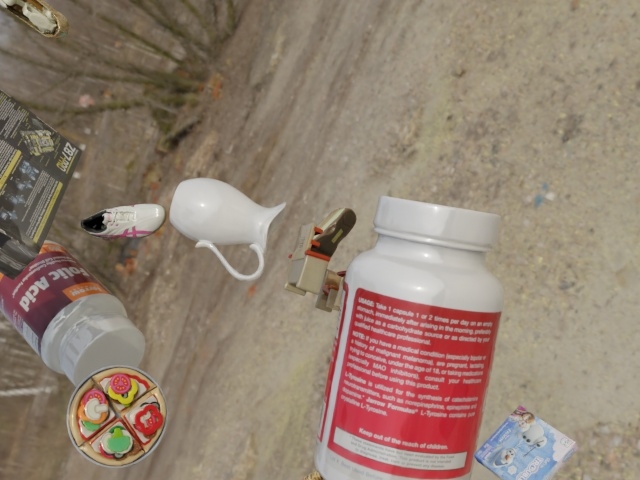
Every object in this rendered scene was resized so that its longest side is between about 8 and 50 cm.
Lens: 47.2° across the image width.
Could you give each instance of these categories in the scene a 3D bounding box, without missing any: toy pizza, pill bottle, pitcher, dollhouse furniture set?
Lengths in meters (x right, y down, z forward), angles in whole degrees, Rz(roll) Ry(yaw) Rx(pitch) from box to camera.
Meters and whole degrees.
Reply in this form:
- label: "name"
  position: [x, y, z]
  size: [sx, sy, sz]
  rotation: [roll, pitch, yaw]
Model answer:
- label: "toy pizza"
  position: [-0.399, 0.347, 1.458]
  size: [0.032, 0.201, 0.201]
  rotation: [-30, 44, 56]
- label: "pill bottle"
  position: [-0.614, 0.183, 1.781]
  size: [0.392, 0.224, 0.224]
  rotation: [34, 108, 33]
- label: "pitcher"
  position: [-0.188, -0.023, 1.411]
  size: [0.125, 0.207, 0.178]
  rotation: [104, -177, -66]
- label: "dollhouse furniture set"
  position: [0.066, 0.073, 1.508]
  size: [0.262, 0.259, 0.135]
  rotation: [-14, 58, 64]
- label: "pill bottle"
  position: [0.132, 0.149, 1.045]
  size: [0.229, 0.229, 0.408]
  rotation: [-157, 76, -71]

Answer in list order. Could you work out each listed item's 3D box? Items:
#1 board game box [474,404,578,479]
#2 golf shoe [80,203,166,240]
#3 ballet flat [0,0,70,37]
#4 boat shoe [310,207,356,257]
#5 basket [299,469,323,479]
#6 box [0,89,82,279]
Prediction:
- label: "board game box"
  position: [0.253, 0.261, 0.906]
  size: [0.090, 0.020, 0.090]
  rotation: [-43, 39, -14]
- label: "golf shoe"
  position: [-0.412, -0.038, 1.535]
  size: [0.086, 0.186, 0.067]
  rotation: [18, -119, -68]
- label: "ballet flat"
  position: [-0.626, -0.498, 1.543]
  size: [0.073, 0.206, 0.067]
  rotation: [-53, 21, 17]
- label: "boat shoe"
  position: [0.000, 0.000, 1.636]
  size: [0.190, 0.068, 0.072]
  rotation: [-44, 33, -23]
- label: "basket"
  position: [0.018, 0.503, 1.228]
  size: [0.299, 0.213, 0.223]
  rotation: [-39, 71, 23]
- label: "box"
  position: [-0.653, -0.151, 1.421]
  size: [0.097, 0.318, 0.395]
  rotation: [-40, 29, 23]
